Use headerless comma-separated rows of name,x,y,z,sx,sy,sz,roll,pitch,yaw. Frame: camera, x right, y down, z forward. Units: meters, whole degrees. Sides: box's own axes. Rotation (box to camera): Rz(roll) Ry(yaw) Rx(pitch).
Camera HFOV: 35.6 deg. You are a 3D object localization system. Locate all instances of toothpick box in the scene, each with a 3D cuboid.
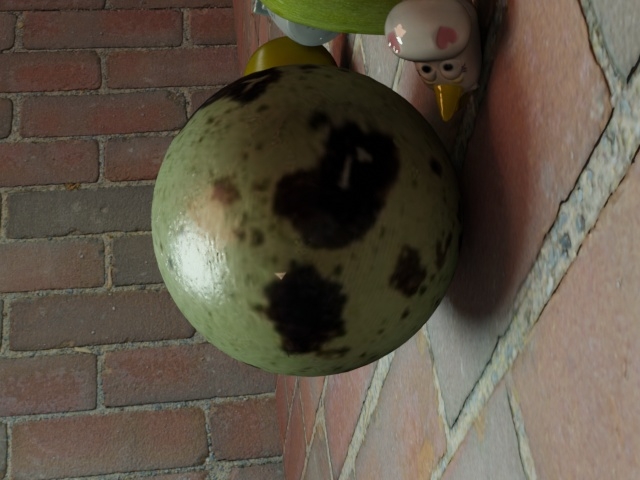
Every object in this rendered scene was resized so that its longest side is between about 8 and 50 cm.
toothpick box,-0.036,-0.170,1.435,0.175,0.175,0.271,95,172,-46

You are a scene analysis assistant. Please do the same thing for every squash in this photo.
squash,0.013,-0.273,1.029,0.123,0.187,0.123,-179,90,-77

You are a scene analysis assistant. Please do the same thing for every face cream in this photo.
face cream,-0.018,-0.344,1.427,0.117,0.117,0.104,95,160,-46

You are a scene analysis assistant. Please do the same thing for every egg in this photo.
egg,-0.012,-0.020,0.943,0.379,0.288,0.287,-38,-55,-86

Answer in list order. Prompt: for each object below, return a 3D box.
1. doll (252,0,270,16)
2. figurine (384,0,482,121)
doll,-0.109,-0.547,1.847,0.195,0.153,0.258,132,141,-59
figurine,0.101,-0.188,0.818,0.130,0.109,0.178,9,-105,-71
